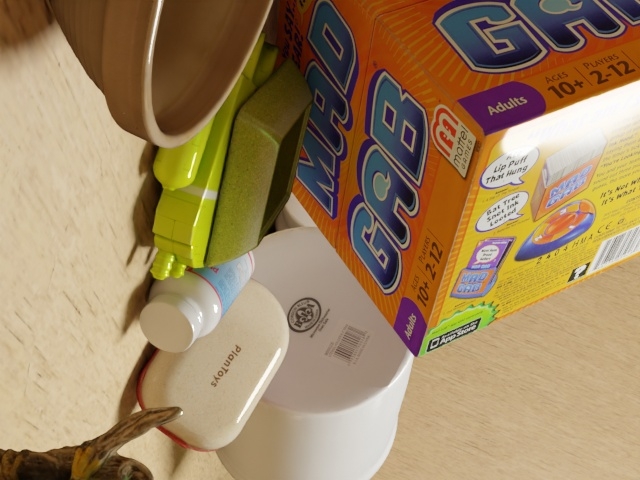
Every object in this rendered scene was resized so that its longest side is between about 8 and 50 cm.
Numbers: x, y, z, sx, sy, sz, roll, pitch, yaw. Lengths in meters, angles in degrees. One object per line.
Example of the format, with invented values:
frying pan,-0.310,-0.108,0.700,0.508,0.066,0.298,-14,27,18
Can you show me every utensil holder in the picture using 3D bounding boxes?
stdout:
utensil holder,-0.022,0.201,1.651,0.385,0.327,0.327,95,19,-59

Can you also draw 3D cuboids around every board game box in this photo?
board game box,0.185,-0.159,1.199,0.356,0.356,0.356,-21,146,-23

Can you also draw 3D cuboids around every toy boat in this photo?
toy boat,-0.148,0.152,1.356,0.151,0.151,0.231,-7,-134,58

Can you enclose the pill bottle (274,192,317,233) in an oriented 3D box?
pill bottle,0.000,0.000,1.784,0.283,0.161,0.161,97,17,-59

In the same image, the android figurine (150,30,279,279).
android figurine,-0.114,-0.087,1.094,0.248,0.056,0.273,-13,123,-83

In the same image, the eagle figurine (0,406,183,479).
eagle figurine,-0.239,0.259,0.749,0.298,0.225,0.226,-76,-167,-53

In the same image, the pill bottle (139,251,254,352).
pill bottle,-0.142,0.056,1.201,0.160,0.087,0.087,-58,168,-55

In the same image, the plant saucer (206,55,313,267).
plant saucer,-0.058,-0.081,1.138,0.188,0.045,0.188,-60,167,-59

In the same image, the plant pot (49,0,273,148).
plant pot,-0.101,-0.186,0.661,0.237,0.109,0.237,22,90,-84
